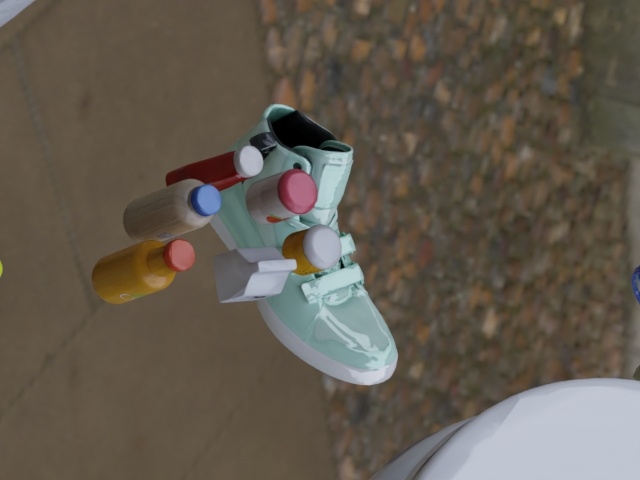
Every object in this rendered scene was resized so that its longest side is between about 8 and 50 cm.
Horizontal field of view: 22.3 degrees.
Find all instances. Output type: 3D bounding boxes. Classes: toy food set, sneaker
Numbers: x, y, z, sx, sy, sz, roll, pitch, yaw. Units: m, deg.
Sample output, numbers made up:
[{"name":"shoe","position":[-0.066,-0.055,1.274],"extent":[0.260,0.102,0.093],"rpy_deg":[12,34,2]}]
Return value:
[{"name":"toy food set","position":[-0.063,-0.012,1.300],"extent":[0.232,0.104,0.111],"rpy_deg":[-2,80,-39]},{"name":"sneaker","position":[-0.001,0.000,1.428],"extent":[0.094,0.256,0.151],"rpy_deg":[-24,160,-43]}]

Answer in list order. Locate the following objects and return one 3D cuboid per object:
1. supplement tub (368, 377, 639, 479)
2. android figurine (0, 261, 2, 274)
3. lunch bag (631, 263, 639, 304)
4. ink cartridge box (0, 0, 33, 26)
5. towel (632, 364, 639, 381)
[{"name":"supplement tub","position":[0.075,0.177,0.632],"extent":[0.191,0.191,0.272],"rpy_deg":[-58,176,-27]},{"name":"android figurine","position":[-0.418,-0.002,1.498],"extent":[0.273,0.248,0.056],"rpy_deg":[-64,-169,-1]},{"name":"lunch bag","position":[0.327,0.078,1.128],"extent":[0.090,0.176,0.219],"rpy_deg":[-37,98,-22]},{"name":"ink cartridge box","position":[-0.234,-0.229,0.943],"extent":[0.045,0.224,0.223],"rpy_deg":[-28,96,-34]},{"name":"towel","position":[0.202,0.043,0.790],"extent":[0.110,0.027,0.148],"rpy_deg":[-57,-177,2]}]
